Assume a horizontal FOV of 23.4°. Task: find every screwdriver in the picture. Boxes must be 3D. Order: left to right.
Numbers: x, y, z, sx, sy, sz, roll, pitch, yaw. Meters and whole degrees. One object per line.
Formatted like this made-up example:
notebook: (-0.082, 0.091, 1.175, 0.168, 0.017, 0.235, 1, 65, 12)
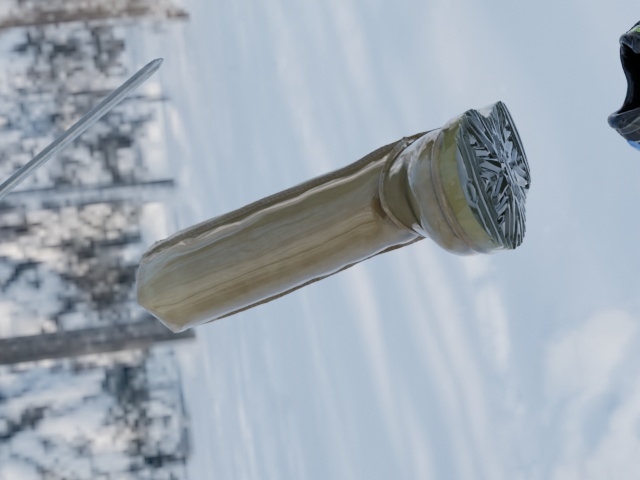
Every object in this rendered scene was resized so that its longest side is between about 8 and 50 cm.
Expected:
screwdriver: (-0.120, -0.012, 0.567, 0.025, 0.170, 0.024, 61, -164, 11)

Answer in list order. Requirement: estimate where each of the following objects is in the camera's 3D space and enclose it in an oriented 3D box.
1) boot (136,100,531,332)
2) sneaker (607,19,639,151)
boot: (0.000, 0.000, 1.023, 0.089, 0.269, 0.236, 68, -164, -3)
sneaker: (0.275, -0.160, 1.198, 0.067, 0.078, 0.188, -170, 100, -74)
